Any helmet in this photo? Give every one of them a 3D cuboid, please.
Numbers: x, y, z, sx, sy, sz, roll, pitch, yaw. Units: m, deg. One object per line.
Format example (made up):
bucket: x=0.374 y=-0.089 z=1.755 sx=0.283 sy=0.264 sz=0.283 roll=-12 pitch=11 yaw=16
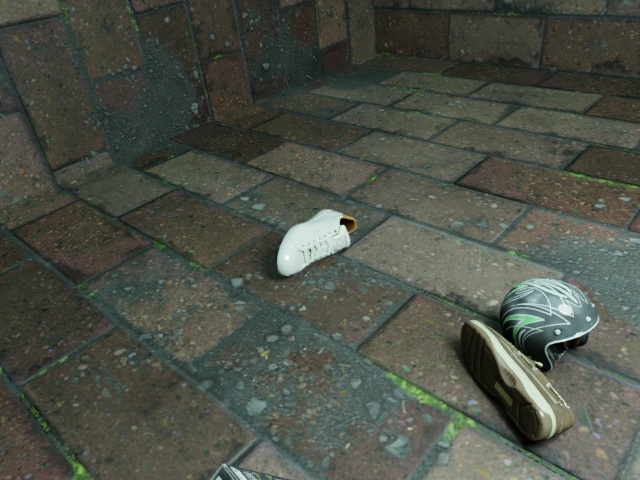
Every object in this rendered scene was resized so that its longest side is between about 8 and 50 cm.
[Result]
helmet: x=0.427 y=0.149 z=0.966 sx=0.169 sy=0.161 sz=0.169 roll=-5 pitch=33 yaw=3

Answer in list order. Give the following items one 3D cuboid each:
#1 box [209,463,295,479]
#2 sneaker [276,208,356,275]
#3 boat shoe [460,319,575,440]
box: x=0.019 y=0.402 z=0.588 sx=0.307 sy=0.242 sz=0.076 roll=30 pitch=80 yaw=42
sneaker: x=0.000 y=0.000 z=1.325 sx=0.123 sy=0.106 sz=0.290 roll=11 pitch=36 yaw=29
boat shoe: x=0.350 y=0.242 z=0.920 sx=0.095 sy=0.095 sz=0.257 roll=-2 pitch=37 yaw=-19
